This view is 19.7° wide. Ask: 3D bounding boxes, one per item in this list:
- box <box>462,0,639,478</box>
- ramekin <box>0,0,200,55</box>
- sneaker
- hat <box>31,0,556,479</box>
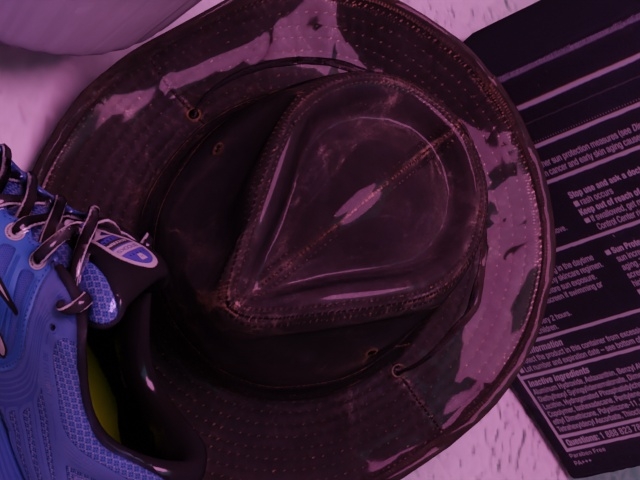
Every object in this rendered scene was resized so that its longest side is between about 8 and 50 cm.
[{"bbox_3d":[0.233,-0.029,1.217,0.294,0.296,0.183,55,49,-12],"label":"box"},{"bbox_3d":[-0.150,-0.226,1.039,0.273,0.127,0.273,20,51,-26],"label":"ramekin"},{"bbox_3d":[-0.153,0.003,0.947,0.330,0.147,0.130,64,27,-14],"label":"sneaker"},{"bbox_3d":[0.000,0.000,1.036,0.331,0.134,0.331,1,85,-15],"label":"hat"}]
